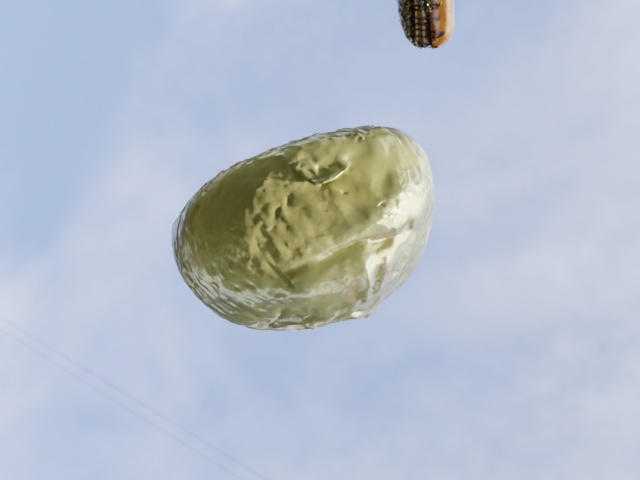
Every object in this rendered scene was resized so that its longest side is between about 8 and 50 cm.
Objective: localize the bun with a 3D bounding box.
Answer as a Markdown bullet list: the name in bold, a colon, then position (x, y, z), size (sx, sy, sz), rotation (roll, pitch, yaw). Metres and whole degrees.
- **bun**: position (0.000, 0.000, 1.020), size (0.244, 0.244, 0.153), rotation (-28, -96, 19)

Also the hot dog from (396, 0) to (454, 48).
- **hot dog**: position (0.080, -0.194, 0.944), size (0.049, 0.122, 0.037), rotation (20, -121, 25)
